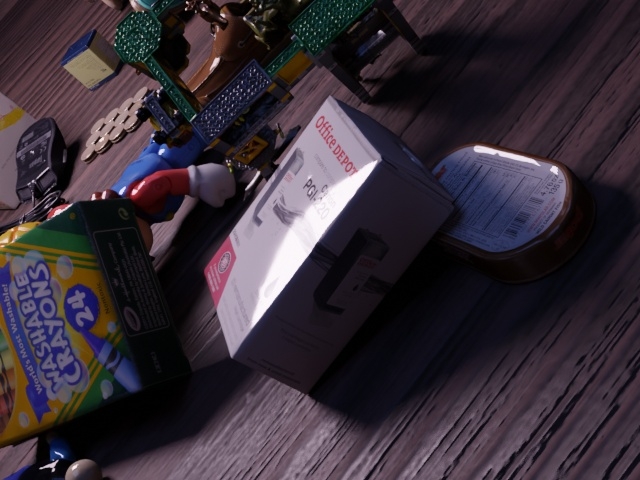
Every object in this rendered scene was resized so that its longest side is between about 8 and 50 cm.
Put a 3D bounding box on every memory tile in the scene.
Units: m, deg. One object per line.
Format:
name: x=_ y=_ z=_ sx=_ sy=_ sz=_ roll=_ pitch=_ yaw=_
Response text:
memory tile: x=-0.353 y=-0.199 z=1.580 sx=0.148 sy=0.012 sz=0.113 roll=-29 pitch=36 yaw=27

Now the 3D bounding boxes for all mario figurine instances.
mario figurine: x=-0.217 y=-0.028 z=1.163 sx=0.320 sy=0.170 sz=0.198 roll=-56 pitch=-5 yaw=-33

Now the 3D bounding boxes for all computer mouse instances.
computer mouse: x=-0.516 y=-0.091 z=1.619 sx=0.184 sy=0.060 sz=0.262 roll=-34 pitch=45 yaw=14

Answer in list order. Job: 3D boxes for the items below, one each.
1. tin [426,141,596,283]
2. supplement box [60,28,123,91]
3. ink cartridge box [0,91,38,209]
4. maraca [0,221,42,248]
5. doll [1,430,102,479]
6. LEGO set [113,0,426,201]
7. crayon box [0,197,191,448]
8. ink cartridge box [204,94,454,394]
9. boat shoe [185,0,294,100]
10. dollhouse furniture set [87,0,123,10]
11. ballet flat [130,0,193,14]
tin: x=0.145 y=-0.029 z=0.767 sx=0.106 sy=0.040 sz=0.190 roll=-48 pitch=31 yaw=-9
supplement box: x=-0.446 y=-0.353 z=1.794 sx=0.083 sy=0.083 sz=0.056 roll=-23 pitch=39 yaw=35
ink cartridge box: x=-0.647 y=-0.187 z=1.713 sx=0.171 sy=0.233 sz=0.168 roll=2 pitch=59 yaw=51
maraca: x=-0.403 y=0.017 z=1.327 sx=0.186 sy=0.099 sz=0.127 roll=-32 pitch=30 yaw=-25
doll: x=-0.301 y=0.263 z=0.972 sx=0.189 sy=0.046 sz=0.129 roll=-23 pitch=40 yaw=34
LEGO set: x=-0.045 y=-0.223 z=1.032 sx=0.255 sy=0.192 sz=0.331 roll=44 pitch=98 yaw=22
crayon box: x=-0.311 y=0.107 z=1.017 sx=0.323 sy=0.083 sz=0.203 roll=-26 pitch=82 yaw=33
ink cartridge box: x=0.000 y=0.000 z=0.820 sx=0.218 sy=0.092 sz=0.158 roll=-52 pitch=30 yaw=14
boat shoe: x=-0.111 y=-0.295 z=1.304 sx=0.307 sy=0.104 sz=0.111 roll=-42 pitch=32 yaw=10
dollhouse furniture set: x=-0.386 y=-0.635 z=1.859 sx=0.362 sy=0.256 sz=0.394 roll=-48 pitch=-5 yaw=15
ballet flat: x=-0.279 y=-0.521 z=1.771 sx=0.124 sy=0.116 sz=0.342 roll=-39 pitch=26 yaw=54
